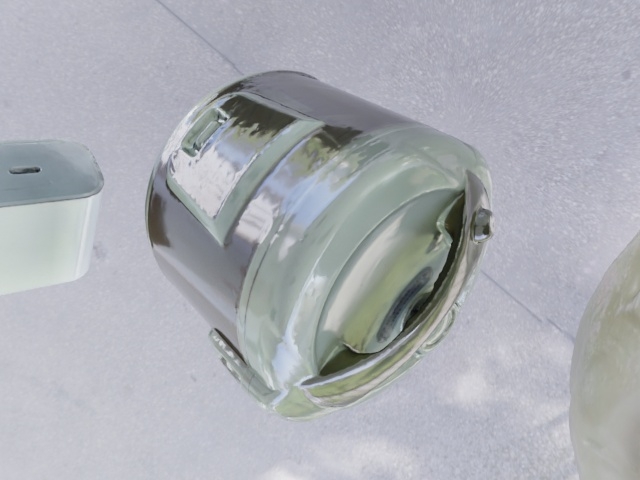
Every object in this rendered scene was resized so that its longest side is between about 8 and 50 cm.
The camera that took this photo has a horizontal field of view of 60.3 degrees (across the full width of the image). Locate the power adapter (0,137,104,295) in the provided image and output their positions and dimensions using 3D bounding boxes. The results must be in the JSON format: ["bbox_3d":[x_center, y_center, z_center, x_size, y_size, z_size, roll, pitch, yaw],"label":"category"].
[{"bbox_3d":[-0.427,-0.011,0.788,0.124,0.186,0.255,56,136,27],"label":"power adapter"}]

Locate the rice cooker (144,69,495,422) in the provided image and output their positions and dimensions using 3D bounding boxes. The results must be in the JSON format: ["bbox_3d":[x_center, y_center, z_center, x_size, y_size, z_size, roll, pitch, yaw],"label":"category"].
[{"bbox_3d":[0.000,0.000,0.606,0.325,0.335,0.335,37,110,38],"label":"rice cooker"}]

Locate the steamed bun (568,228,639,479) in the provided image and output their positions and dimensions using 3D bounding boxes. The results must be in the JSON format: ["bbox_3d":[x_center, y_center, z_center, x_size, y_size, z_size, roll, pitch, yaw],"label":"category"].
[{"bbox_3d":[0.317,0.086,0.393,0.309,0.219,0.325,3,104,-7],"label":"steamed bun"}]
